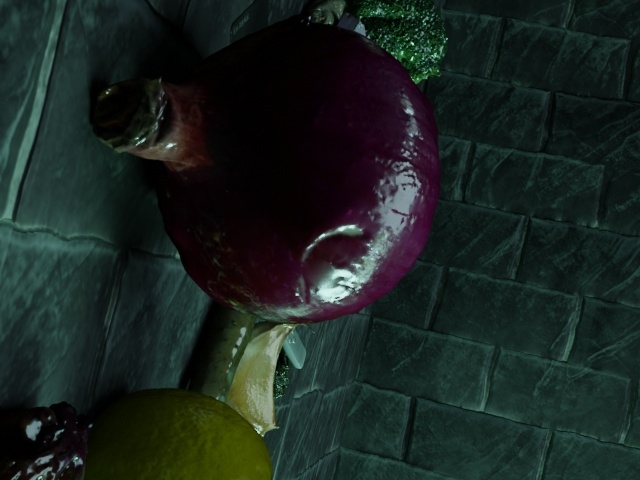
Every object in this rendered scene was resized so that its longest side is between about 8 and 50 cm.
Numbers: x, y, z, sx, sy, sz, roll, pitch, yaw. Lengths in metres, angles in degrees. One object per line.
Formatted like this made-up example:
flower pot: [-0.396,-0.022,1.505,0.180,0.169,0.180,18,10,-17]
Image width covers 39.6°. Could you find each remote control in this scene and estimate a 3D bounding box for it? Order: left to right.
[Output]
remote control: [-0.070,0.183,1.763,0.050,0.027,0.184,-75,153,-43]

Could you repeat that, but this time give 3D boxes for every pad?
pad: [-0.098,-0.276,1.246,0.157,0.003,0.112,-63,162,-52]

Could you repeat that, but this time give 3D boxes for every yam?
yam: [-0.134,0.128,1.360,0.071,0.067,0.317,54,43,-42]

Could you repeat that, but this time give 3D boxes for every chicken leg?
chicken leg: [-0.288,0.304,0.711,0.407,0.095,0.158,-62,157,-47]

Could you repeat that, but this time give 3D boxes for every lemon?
lemon: [-0.159,0.294,1.024,0.240,0.219,0.241,8,90,-80]

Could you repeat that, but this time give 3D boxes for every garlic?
garlic: [-0.116,0.205,1.421,0.115,0.128,0.207,5,107,-45]

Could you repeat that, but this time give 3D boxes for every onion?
onion: [-0.067,-0.086,0.942,0.385,0.347,0.348,15,87,-44]

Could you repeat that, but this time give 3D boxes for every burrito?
burrito: [-0.007,-0.358,1.491,0.229,0.058,0.063,-67,161,-53]

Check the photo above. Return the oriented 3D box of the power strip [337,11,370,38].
power strip: [0.000,-0.256,1.516,0.279,0.037,0.109,-59,165,-12]

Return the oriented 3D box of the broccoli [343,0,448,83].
broccoli: [0.117,-0.390,1.733,0.245,0.265,0.294,-43,164,6]

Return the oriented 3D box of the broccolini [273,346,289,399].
broccolini: [-0.073,0.236,1.826,0.201,0.058,0.074,-65,171,-45]
